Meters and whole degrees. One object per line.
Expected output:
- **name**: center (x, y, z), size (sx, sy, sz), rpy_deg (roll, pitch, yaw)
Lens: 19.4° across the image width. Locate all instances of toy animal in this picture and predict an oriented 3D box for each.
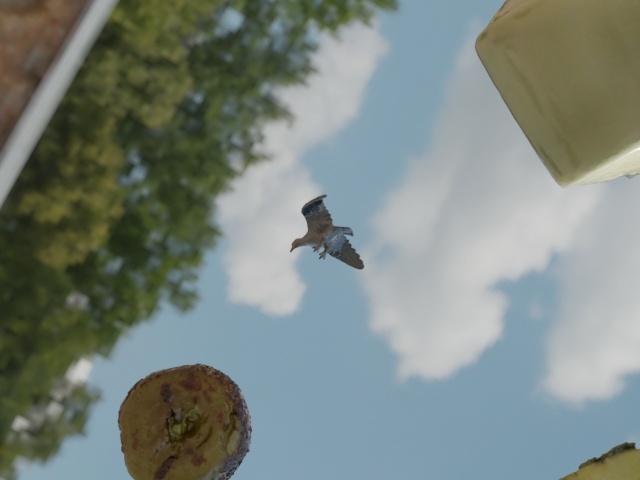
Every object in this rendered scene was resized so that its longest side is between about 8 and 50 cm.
- **toy animal**: center (0.000, 0.000, 1.433), size (0.050, 0.084, 0.028), rpy_deg (-28, -140, -1)

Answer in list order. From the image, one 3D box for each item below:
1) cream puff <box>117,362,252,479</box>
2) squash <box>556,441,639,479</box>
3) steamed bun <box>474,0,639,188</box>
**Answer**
- **cream puff**: center (-0.138, 0.201, 1.934), size (0.149, 0.149, 0.084), rpy_deg (-66, 156, -17)
- **squash**: center (0.194, 0.278, 1.757), size (0.169, 0.252, 0.093), rpy_deg (-61, -137, 41)
- **steamed bun**: center (0.271, -0.162, 1.579), size (0.250, 0.200, 0.155), rpy_deg (-24, 176, -32)
